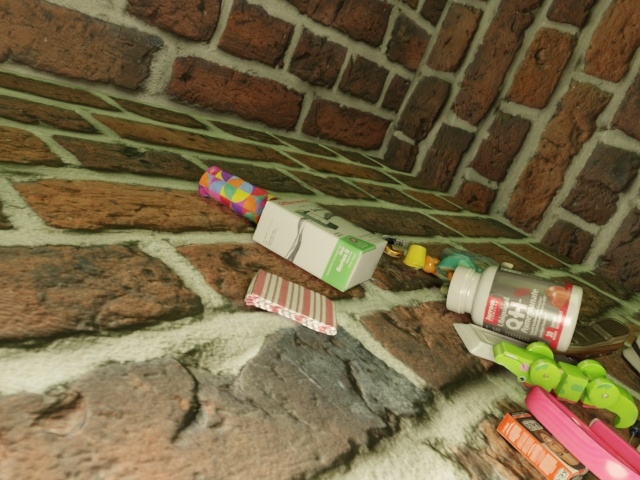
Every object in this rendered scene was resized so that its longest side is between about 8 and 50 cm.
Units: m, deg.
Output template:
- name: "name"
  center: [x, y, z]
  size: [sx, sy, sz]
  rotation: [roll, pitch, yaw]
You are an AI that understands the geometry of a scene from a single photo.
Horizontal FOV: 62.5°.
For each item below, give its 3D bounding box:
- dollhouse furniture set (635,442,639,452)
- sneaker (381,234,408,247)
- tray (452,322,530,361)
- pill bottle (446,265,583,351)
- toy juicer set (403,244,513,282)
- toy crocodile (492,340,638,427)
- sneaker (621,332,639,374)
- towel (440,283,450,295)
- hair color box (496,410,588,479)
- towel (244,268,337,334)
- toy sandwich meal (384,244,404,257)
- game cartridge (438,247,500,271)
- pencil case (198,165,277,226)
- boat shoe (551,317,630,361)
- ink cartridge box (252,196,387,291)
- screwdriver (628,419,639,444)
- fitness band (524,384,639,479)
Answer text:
- name: "dollhouse furniture set"
  center: [0.818, 0.422, 0.962]
  size: [0.362, 0.256, 0.394]
  rotation: [36, 22, 35]
- name: "sneaker"
  center: [0.261, 0.010, 1.823]
  size: [0.098, 0.038, 0.069]
  rotation: [12, 7, -4]
- name: "tray"
  center: [0.479, 0.276, 1.341]
  size: [0.270, 0.030, 0.145]
  rotation: [20, 19, -11]
- name: "pill bottle"
  center: [0.511, 0.167, 1.413]
  size: [0.318, 0.176, 0.176]
  rotation: [14, 13, 24]
- name: "toy juicer set"
  center: [0.434, 0.102, 1.626]
  size: [0.329, 0.089, 0.209]
  rotation: [10, -13, 32]
- name: "toy crocodile"
  center: [0.560, 0.323, 1.215]
  size: [0.340, 0.105, 0.115]
  rotation: [19, 18, 3]
- name: "sneaker"
  center: [1.055, 0.335, 1.517]
  size: [0.169, 0.257, 0.447]
  rotation: [23, 18, -1]
- name: "towel"
  center: [0.439, 0.164, 1.604]
  size: [0.110, 0.027, 0.148]
  rotation: [30, 20, 37]
- name: "hair color box"
  center: [0.393, 0.368, 0.937]
  size: [0.072, 0.043, 0.141]
  rotation: [10, 23, -41]
- name: "towel"
  center: [-0.057, 0.129, 1.106]
  size: [0.197, 0.029, 0.144]
  rotation: [24, 17, -6]
- name: "toy sandwich meal"
  center: [0.242, 0.030, 1.765]
  size: [0.085, 0.029, 0.085]
  rotation: [21, 17, -7]
- name: "game cartridge"
  center: [0.592, 0.103, 1.962]
  size: [0.297, 0.062, 0.198]
  rotation: [12, 25, -32]
- name: "pencil case"
  center: [-0.234, -0.124, 1.513]
  size: [0.236, 0.104, 0.104]
  rotation: [30, 19, 15]
- name: "boat shoe"
  center: [0.730, 0.296, 1.489]
  size: [0.307, 0.104, 0.111]
  rotation: [0, 33, -15]
- name: "ink cartridge box"
  center: [0.000, 0.000, 1.392]
  size: [0.289, 0.121, 0.211]
  rotation: [29, 18, 19]
- name: "screwdriver"
  center: [0.686, 0.434, 1.168]
  size: [0.025, 0.024, 0.170]
  rotation: [-1, 4, 44]
- name: "fitness band"
  center: [0.507, 0.373, 0.972]
  size: [0.209, 0.054, 0.291]
  rotation: [30, 9, -27]
